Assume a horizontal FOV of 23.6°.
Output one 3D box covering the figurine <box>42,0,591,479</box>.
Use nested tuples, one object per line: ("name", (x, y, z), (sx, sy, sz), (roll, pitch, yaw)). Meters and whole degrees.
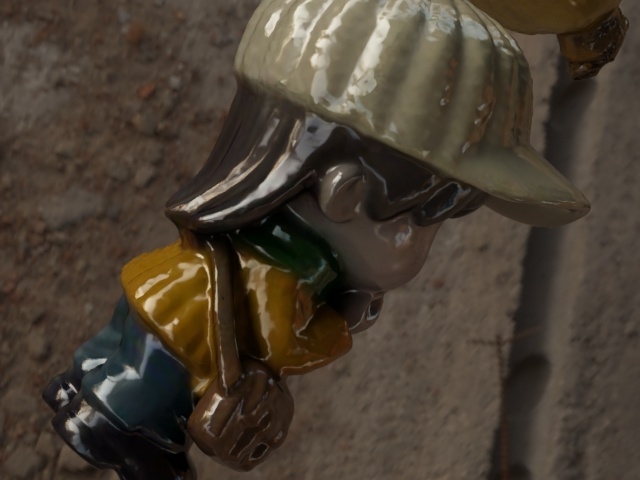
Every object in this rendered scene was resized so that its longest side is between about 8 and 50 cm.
("figurine", (-0.024, -0.016, 0.849), (0.332, 0.185, 0.204), (-35, 109, -7))

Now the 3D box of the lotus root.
("lotus root", (0.155, -0.259, 1.220), (0.303, 0.146, 0.131), (44, 74, -32))
